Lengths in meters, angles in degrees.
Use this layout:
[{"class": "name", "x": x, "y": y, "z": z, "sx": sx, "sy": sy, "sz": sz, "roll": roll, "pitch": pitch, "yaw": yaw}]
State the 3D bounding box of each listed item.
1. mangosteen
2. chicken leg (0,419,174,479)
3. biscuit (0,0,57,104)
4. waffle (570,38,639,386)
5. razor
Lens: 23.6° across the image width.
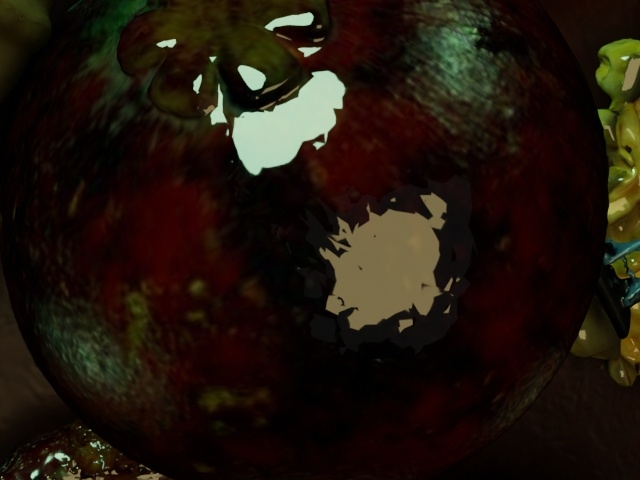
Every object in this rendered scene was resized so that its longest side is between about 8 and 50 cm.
[{"class": "mangosteen", "x": -0.009, "y": -0.012, "z": 0.735, "sx": 0.311, "sy": 0.311, "sz": 0.311, "roll": -8, "pitch": 109, "yaw": -24}, {"class": "chicken leg", "x": -0.100, "y": 0.140, "z": 0.873, "sx": 0.234, "sy": 0.063, "sz": 0.105, "roll": -14, "pitch": 116, "yaw": -23}, {"class": "biscuit", "x": -0.227, "y": -0.181, "z": 0.640, "sx": 0.268, "sy": 0.115, "sz": 0.366, "roll": -39, "pitch": 136, "yaw": -30}, {"class": "waffle", "x": 0.274, "y": -0.034, "z": 1.002, "sx": 0.329, "sy": 0.062, "sz": 0.329, "roll": -8, "pitch": 111, "yaw": -23}, {"class": "razor", "x": 0.266, "y": -0.041, "z": 0.937, "sx": 0.253, "sy": 0.042, "sz": 0.082, "roll": -37, "pitch": 118, "yaw": -12}]
